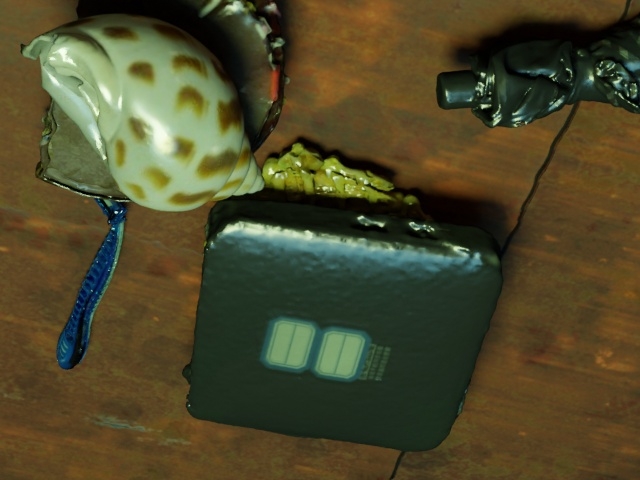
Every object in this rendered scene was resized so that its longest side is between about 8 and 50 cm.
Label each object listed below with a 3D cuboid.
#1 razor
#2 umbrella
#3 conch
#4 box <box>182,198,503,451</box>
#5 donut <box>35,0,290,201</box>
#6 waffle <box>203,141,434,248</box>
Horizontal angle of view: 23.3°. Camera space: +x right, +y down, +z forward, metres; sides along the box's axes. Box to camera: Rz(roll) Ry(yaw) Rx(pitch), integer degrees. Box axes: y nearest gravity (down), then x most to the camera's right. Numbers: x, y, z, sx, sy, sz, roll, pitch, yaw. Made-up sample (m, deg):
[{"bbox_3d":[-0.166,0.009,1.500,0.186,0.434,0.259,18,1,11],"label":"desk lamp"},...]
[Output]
[{"bbox_3d":[-0.273,0.042,1.875,0.056,0.093,0.324,-17,143,-32],"label":"razor"},{"bbox_3d":[0.257,-0.172,1.640,0.272,0.122,0.110,-7,152,-3],"label":"umbrella"},{"bbox_3d":[-0.153,-0.119,1.503,0.148,0.183,0.275,-37,128,-12],"label":"conch"},{"bbox_3d":[0.020,0.104,1.834,0.350,0.091,0.359,7,134,-4],"label":"box"},{"bbox_3d":[-0.161,-0.193,1.622,0.259,0.136,0.345,6,131,-6],"label":"donut"},{"bbox_3d":[0.000,-0.001,1.830,0.254,0.052,0.245,27,128,-19],"label":"waffle"}]
